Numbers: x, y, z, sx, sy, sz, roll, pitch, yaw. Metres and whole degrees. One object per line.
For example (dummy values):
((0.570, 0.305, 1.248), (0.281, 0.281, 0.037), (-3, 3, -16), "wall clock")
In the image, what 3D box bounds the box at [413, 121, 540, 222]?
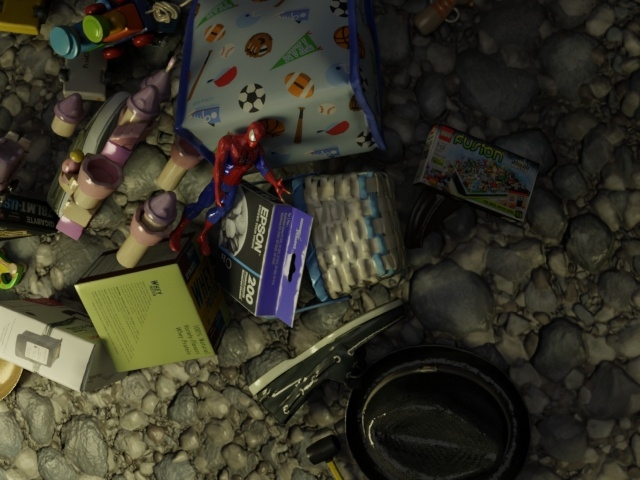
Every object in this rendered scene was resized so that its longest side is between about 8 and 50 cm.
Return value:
((0.275, -0.117, 1.110), (0.207, 0.036, 0.114), (19, 84, -13), "box")

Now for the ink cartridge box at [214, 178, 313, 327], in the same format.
((-0.106, 0.019, 1.091), (0.208, 0.045, 0.206), (29, 116, 43), "ink cartridge box")

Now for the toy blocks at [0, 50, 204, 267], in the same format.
((-0.349, -0.169, 1.059), (0.309, 0.288, 0.260), (30, 131, -18), "toy blocks")

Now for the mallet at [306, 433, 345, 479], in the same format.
((0.034, 0.463, 1.191), (0.062, 0.039, 0.189), (-23, 87, 11), "mallet")

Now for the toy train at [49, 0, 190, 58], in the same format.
((-0.372, -0.404, 1.164), (0.248, 0.143, 0.105), (-8, 112, 31), "toy train")

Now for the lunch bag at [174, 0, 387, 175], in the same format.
((-0.061, -0.329, 1.135), (0.328, 0.239, 0.385), (-10, 63, 13), "lunch bag")

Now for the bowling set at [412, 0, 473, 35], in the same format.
((0.165, -0.529, 1.124), (0.154, 0.200, 0.287), (-39, 84, 5), "bowling set")

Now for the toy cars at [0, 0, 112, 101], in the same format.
((-0.554, -0.425, 1.321), (0.394, 0.087, 0.176), (45, 61, 9), "toy cars")

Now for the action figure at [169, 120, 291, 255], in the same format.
((-0.149, -0.061, 1.029), (0.280, 0.092, 0.139), (-56, 45, 30), "action figure")

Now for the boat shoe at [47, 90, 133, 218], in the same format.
((-0.472, -0.175, 1.288), (0.094, 0.109, 0.302), (31, 96, 17), "boat shoe")

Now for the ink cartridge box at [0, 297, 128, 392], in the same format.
((-0.509, 0.199, 1.245), (0.237, 0.172, 0.100), (19, 92, 12), "ink cartridge box")

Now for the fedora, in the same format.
((0.199, 0.339, 1.098), (0.335, 0.152, 0.333), (0, 88, 12), "fedora")

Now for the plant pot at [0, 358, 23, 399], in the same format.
((-0.733, 0.238, 1.364), (0.237, 0.032, 0.236), (0, 89, 12), "plant pot")

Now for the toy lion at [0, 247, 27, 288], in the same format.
((-0.697, 0.072, 1.365), (0.100, 0.034, 0.096), (30, 101, 11), "toy lion")

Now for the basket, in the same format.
((0.000, 0.000, 1.130), (0.289, 0.201, 0.254), (-10, 89, 15), "basket")

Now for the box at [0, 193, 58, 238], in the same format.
((-0.733, -0.038, 1.241), (0.294, 0.295, 0.073), (-10, 83, 11), "box")

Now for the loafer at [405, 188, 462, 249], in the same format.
((0.221, -0.076, 1.146), (0.078, 0.080, 0.219), (26, 93, 11), "loafer")

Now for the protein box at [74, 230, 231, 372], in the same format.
((-0.305, 0.115, 1.186), (0.201, 0.136, 0.199), (-12, 114, 12), "protein box")

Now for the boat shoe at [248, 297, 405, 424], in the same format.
((0.028, 0.229, 1.151), (0.340, 0.127, 0.113), (-34, 79, 12), "boat shoe")

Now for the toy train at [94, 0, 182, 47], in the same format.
((-0.375, -0.469, 1.281), (0.184, 0.080, 0.105), (35, 113, 8), "toy train")
